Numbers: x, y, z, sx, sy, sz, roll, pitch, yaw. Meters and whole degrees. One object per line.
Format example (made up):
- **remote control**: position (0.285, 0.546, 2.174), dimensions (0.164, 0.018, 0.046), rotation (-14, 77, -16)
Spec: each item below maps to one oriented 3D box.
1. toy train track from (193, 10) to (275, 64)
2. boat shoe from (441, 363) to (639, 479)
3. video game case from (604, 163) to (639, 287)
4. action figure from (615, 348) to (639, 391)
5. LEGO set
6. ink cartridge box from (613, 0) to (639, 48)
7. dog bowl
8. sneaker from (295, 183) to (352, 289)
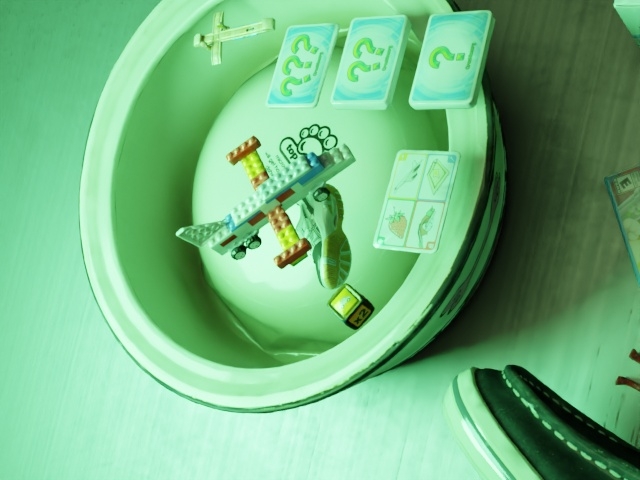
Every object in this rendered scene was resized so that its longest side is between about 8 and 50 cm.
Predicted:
- **toy train track**: position (-0.076, -0.178, 0.739), dimensions (0.083, 0.014, 0.048), rotation (-4, 79, 30)
- **boat shoe**: position (0.303, 0.205, 0.523), dimensions (0.500, 0.186, 0.156), rotation (32, 96, 25)
- **video game case**: position (0.312, -0.022, 0.652), dimensions (0.166, 0.015, 0.119), rotation (-21, 71, 26)
- **action figure**: position (0.277, 0.121, 0.640), dimensions (0.115, 0.030, 0.038), rotation (27, 90, 30)
- **LEGO set**: position (0.009, -0.063, 0.620), dimensions (0.182, 0.060, 0.244), rotation (6, 72, 32)
- **ink cartridge box**: position (0.265, -0.194, 0.648), dimensions (0.052, 0.122, 0.089), rotation (10, 86, 31)
- **dog bowl**: position (-0.018, -0.052, 0.777), dimensions (0.407, 0.150, 0.408), rotation (-7, 77, 30)
- **sneaker**: position (0.000, 0.000, 0.653), dimensions (0.037, 0.032, 0.083), rotation (-20, 62, 33)
